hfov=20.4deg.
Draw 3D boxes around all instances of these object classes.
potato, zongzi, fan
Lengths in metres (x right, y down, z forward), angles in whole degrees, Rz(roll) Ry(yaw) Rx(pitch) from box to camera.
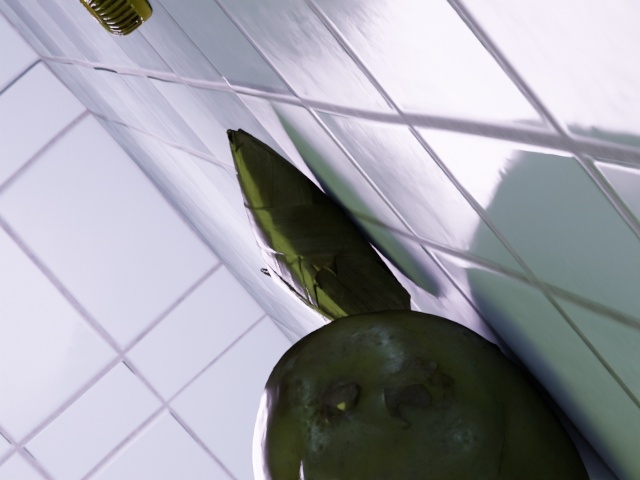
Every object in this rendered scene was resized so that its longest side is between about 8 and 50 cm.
[{"bbox_3d":[0.075,0.186,1.334,0.243,0.221,0.326,24,157,53],"label":"potato"},{"bbox_3d":[0.000,0.000,1.441,0.160,0.078,0.176,36,160,35],"label":"zongzi"},{"bbox_3d":[-0.208,-0.238,1.520,0.155,0.039,0.082,48,174,6],"label":"fan"}]
